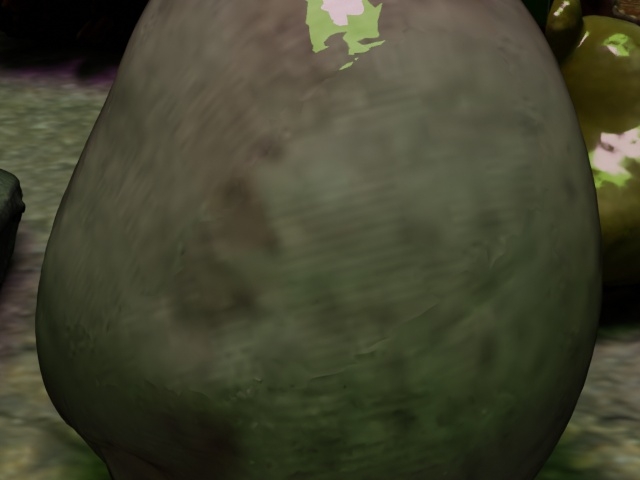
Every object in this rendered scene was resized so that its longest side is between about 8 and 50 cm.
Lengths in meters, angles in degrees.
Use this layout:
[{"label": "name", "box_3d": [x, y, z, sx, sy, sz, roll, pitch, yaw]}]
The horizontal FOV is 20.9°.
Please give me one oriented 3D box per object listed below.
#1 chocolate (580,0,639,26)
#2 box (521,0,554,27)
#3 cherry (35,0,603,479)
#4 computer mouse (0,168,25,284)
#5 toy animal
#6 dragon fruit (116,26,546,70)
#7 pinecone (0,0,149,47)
[{"label": "chocolate", "box_3d": [0.311, -0.169, 1.377, 0.214, 0.093, 0.148, -13, 30, -19]}, {"label": "box", "box_3d": [0.080, -0.227, 1.367, 0.235, 0.034, 0.132, 11, 39, 17]}, {"label": "cherry", "box_3d": [0.001, 0.008, 0.886, 0.291, 0.335, 0.326, 9, 52, -11]}, {"label": "computer mouse", "box_3d": [-0.297, 0.008, 1.097, 0.203, 0.114, 0.374, -4, 29, 0]}, {"label": "toy animal", "box_3d": [0.278, -0.036, 1.051, 0.363, 0.180, 0.181, 8, 67, 29]}, {"label": "dragon fruit", "box_3d": [0.017, -0.121, 1.307, 0.343, 0.100, 0.282, -12, 33, -31]}, {"label": "pinecone", "box_3d": [-0.194, -0.296, 1.496, 0.296, 0.242, 0.298, 2, 34, 4]}]
